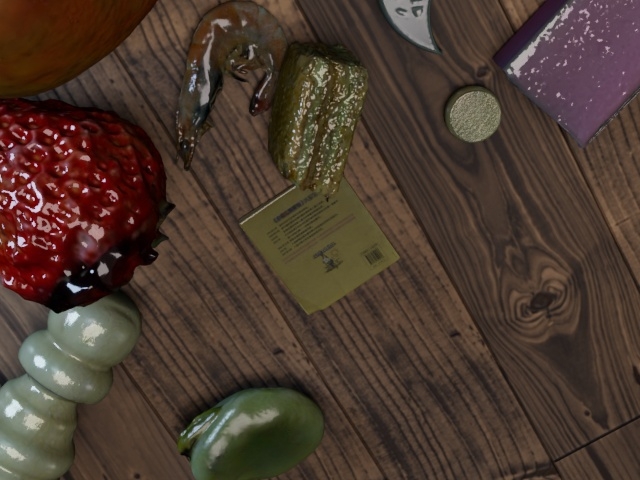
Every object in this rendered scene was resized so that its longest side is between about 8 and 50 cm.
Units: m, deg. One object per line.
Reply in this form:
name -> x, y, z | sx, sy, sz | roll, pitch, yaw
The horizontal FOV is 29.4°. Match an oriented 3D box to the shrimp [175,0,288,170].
shrimp -> -0.129, -0.208, 1.691 | 0.143, 0.052, 0.251 | 16, 110, -21

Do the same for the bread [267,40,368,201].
bread -> -0.010, -0.169, 1.670 | 0.102, 0.138, 0.196 | 8, 113, -18

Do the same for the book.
book -> 0.000, 0.000, 1.811 | 0.168, 0.013, 0.192 | -33, 112, 6

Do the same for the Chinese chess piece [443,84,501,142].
Chinese chess piece -> 0.219, -0.183, 1.757 | 0.084, 0.034, 0.084 | -3, 110, -8

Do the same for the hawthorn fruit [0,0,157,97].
hawthorn fruit -> -0.384, -0.378, 1.385 | 0.472, 0.472, 0.471 | -3, 112, -7

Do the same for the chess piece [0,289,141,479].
chess piece -> -0.386, 0.205, 1.772 | 0.182, 0.182, 0.330 | 32, 98, -18

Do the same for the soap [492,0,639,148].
soap -> 0.394, -0.283, 1.715 | 0.181, 0.081, 0.259 | 38, 103, -19

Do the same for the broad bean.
broad bean -> -0.108, 0.299, 1.880 | 0.228, 0.100, 0.169 | -4, 121, -19

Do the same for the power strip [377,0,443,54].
power strip -> 0.165, -0.390, 1.655 | 0.167, 0.054, 0.253 | 26, 107, -18

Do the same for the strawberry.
strawberry -> -0.340, -0.075, 1.603 | 0.292, 0.292, 0.310 | -23, 96, 2
